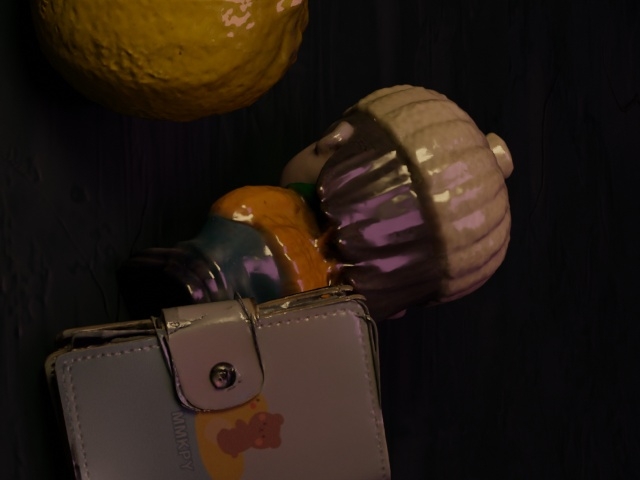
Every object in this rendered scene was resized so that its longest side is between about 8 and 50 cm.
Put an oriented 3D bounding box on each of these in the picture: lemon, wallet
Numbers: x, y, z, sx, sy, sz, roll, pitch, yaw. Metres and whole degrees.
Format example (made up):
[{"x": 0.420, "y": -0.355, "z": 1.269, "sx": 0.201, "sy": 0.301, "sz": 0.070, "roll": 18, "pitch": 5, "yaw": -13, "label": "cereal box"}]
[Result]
[{"x": -0.105, "y": -0.170, "z": 1.357, "sx": 0.180, "sy": 0.193, "sz": 0.181, "roll": -17, "pitch": 90, "yaw": -79, "label": "lemon"}, {"x": -0.070, "y": 0.121, "z": 1.380, "sx": 0.069, "sy": 0.231, "sz": 0.170, "roll": -129, "pitch": -151, "yaw": -75, "label": "wallet"}]

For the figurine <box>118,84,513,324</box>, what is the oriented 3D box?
[{"x": 0.018, "y": 0.005, "z": 1.512, "sx": 0.332, "sy": 0.204, "sz": 0.185, "roll": -40, "pitch": 122, "yaw": -49, "label": "figurine"}]
